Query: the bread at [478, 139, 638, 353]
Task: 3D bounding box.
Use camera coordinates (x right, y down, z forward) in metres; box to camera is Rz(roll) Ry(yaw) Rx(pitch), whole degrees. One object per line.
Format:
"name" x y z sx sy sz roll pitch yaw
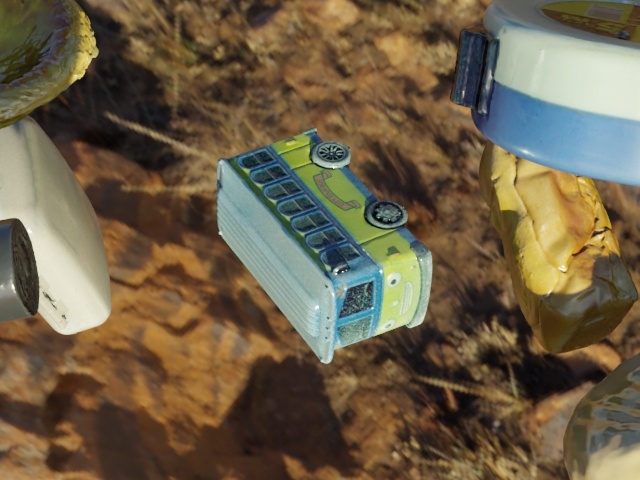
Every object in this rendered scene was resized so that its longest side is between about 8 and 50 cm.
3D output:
"bread" 0.298 -0.011 1.671 0.132 0.167 0.294 -17 66 -1

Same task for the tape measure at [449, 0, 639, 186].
"tape measure" 0.267 -0.093 0.845 0.351 0.098 0.215 10 22 13

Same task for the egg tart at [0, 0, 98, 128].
"egg tart" -0.456 -0.241 1.744 0.319 0.128 0.319 3 48 -3

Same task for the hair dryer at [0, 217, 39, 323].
"hair dryer" -0.254 0.050 0.811 0.124 0.071 0.219 -12 17 -1

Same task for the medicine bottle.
"medicine bottle" -0.443 -0.021 2.080 0.123 0.375 0.282 -17 60 3

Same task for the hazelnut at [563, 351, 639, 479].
"hazelnut" 0.401 0.238 1.449 0.261 0.241 0.261 3 78 -15

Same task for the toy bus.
"toy bus" 0.000 0.000 1.780 0.190 0.152 0.312 -20 48 -25
